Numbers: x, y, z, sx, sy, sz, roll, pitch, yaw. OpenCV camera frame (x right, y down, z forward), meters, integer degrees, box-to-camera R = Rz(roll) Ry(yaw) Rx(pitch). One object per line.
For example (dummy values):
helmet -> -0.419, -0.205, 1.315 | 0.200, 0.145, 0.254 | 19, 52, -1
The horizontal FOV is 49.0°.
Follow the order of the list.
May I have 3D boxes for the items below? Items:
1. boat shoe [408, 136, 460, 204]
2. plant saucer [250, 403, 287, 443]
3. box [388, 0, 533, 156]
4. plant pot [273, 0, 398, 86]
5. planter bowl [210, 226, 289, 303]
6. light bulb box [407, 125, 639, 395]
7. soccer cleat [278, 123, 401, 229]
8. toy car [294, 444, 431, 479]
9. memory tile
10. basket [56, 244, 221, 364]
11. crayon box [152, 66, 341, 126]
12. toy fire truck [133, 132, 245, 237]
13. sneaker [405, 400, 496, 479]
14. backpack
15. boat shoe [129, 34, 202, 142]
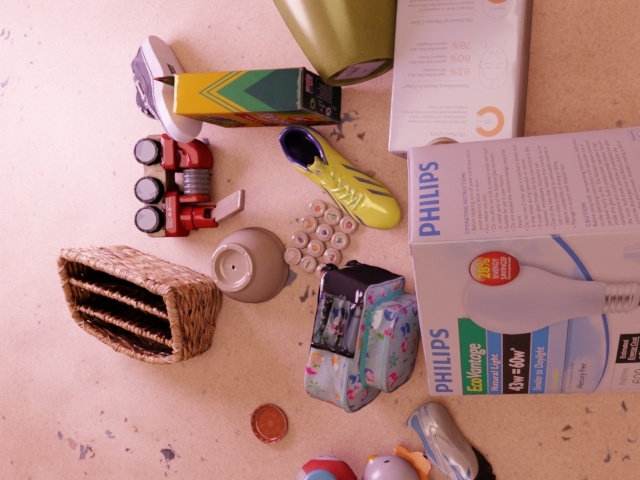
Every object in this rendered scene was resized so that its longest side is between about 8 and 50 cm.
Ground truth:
boat shoe -> 0.212, -0.060, 1.213 | 0.109, 0.098, 0.302 | -4, 131, 12
plant saucer -> -0.107, 0.384, 1.472 | 0.083, 0.013, 0.084 | 1, 92, 21
box -> 0.252, -0.315, 1.234 | 0.214, 0.168, 0.346 | 5, 92, 21
plant pot -> 0.033, -0.439, 1.263 | 0.274, 0.274, 0.294 | -16, 87, 21
planter bowl -> -0.158, 0.054, 1.434 | 0.162, 0.109, 0.162 | 1, 92, 21
light bulb box -> 0.327, 0.044, 1.069 | 0.360, 0.225, 0.358 | -4, 132, 12
soccer cleat -> 0.030, -0.118, 1.350 | 0.289, 0.121, 0.093 | 43, 105, 15
toy car -> 0.096, 0.464, 1.327 | 0.238, 0.219, 0.210 | -34, 77, -11
memory tile -> 0.000, 0.000, 1.414 | 0.113, 0.012, 0.148 | 29, 98, 14
basket -> -0.393, 0.147, 1.467 | 0.299, 0.223, 0.214 | 18, 98, 19
crayon box -> -0.141, -0.273, 1.371 | 0.318, 0.202, 0.081 | 3, 92, 22
toy fire truck -> -0.258, -0.115, 1.459 | 0.246, 0.158, 0.217 | 0, 91, 10
sneaker -> 0.249, 0.412, 1.305 | 0.086, 0.085, 0.237 | -41, 77, 35
backpack -> 0.077, 0.185, 1.286 | 0.191, 0.225, 0.254 | 21, 103, 25
boat shoe -> -0.336, -0.299, 1.467 | 0.102, 0.108, 0.301 | -40, 57, 23
